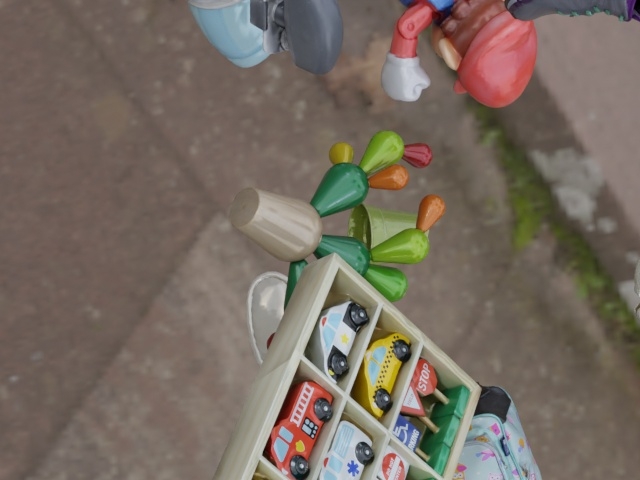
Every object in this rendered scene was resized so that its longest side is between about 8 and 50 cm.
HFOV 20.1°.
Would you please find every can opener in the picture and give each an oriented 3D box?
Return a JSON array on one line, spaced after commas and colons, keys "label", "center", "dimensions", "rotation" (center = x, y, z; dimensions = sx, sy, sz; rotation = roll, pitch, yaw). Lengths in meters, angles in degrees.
[{"label": "can opener", "center": [-0.007, -0.274, 1.532], "dimensions": [0.076, 0.095, 0.283], "rotation": [-34, 142, -37]}]

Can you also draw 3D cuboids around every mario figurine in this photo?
[{"label": "mario figurine", "center": [0.131, -0.291, 2.181], "dimensions": [0.320, 0.198, 0.170], "rotation": [52, 21, 0]}]

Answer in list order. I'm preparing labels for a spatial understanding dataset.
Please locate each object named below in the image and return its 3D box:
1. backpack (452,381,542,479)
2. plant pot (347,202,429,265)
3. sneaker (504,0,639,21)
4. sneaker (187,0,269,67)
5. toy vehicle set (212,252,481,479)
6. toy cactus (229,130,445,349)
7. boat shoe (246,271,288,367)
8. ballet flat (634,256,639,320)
[{"label": "backpack", "center": [0.182, 0.292, 2.214], "dimensions": [0.144, 0.166, 0.188], "rotation": [-73, 141, -59]}, {"label": "plant pot", "center": [0.082, -0.004, 2.100], "dimensions": [0.079, 0.083, 0.083], "rotation": [0, 81, -18]}, {"label": "sneaker", "center": [0.252, -0.225, 1.648], "dimensions": [0.083, 0.223, 0.098], "rotation": [-30, 90, -29]}, {"label": "sneaker", "center": [-0.023, -0.317, 1.779], "dimensions": [0.366, 0.135, 0.150], "rotation": [-54, 143, -30]}, {"label": "toy vehicle set", "center": [0.013, 0.162, 1.251], "dimensions": [0.166, 0.035, 0.267], "rotation": [42, 50, -24]}, {"label": "toy cactus", "center": [0.000, 0.000, 1.424], "dimensions": [0.180, 0.112, 0.219], "rotation": [27, 88, -40]}, {"label": "boat shoe", "center": [-0.009, 0.122, 1.756], "dimensions": [0.206, 0.075, 0.065], "rotation": [62, 12, -3]}, {"label": "ballet flat", "center": [0.310, 0.049, 1.660], "dimensions": [0.052, 0.057, 0.168], "rotation": [-21, 130, -16]}]
